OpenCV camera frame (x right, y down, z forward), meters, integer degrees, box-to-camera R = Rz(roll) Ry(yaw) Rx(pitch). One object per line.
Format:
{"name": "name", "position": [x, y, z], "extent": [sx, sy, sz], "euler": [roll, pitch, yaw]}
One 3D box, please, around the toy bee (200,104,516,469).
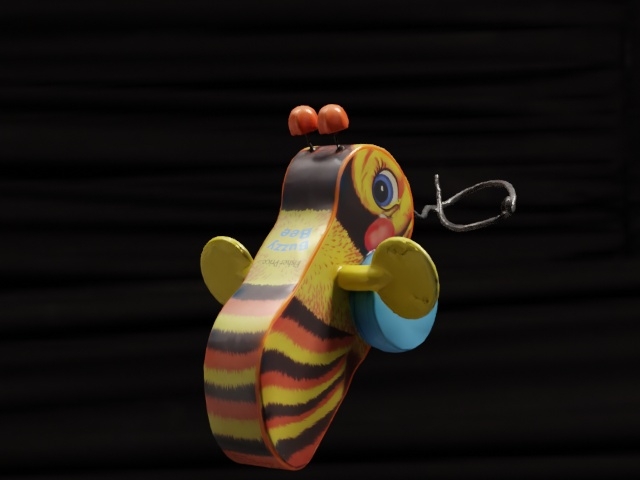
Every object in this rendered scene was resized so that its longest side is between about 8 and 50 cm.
{"name": "toy bee", "position": [0.000, 0.000, 1.163], "extent": [0.162, 0.195, 0.298], "euler": [61, 29, -27]}
